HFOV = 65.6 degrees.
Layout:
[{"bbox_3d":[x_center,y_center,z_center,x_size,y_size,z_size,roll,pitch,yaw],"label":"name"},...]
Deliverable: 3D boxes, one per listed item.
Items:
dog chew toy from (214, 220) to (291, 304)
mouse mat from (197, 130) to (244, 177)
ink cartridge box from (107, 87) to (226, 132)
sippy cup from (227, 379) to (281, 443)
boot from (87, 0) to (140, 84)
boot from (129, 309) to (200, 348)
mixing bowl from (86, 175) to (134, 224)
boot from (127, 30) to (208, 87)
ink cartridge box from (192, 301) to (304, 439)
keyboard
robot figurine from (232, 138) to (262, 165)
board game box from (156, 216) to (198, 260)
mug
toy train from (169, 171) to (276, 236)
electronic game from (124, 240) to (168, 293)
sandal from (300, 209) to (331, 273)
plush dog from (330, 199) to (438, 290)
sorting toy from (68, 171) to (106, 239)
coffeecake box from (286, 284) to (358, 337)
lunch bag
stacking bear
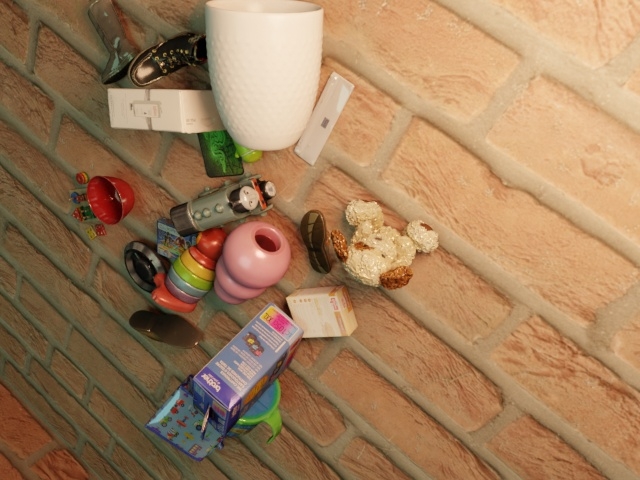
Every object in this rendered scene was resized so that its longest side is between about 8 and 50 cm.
[{"bbox_3d":[-0.230,0.087,1.543,0.206,0.207,0.332,47,133,5],"label":"dog chew toy"},{"bbox_3d":[-0.316,-0.291,1.546,0.153,0.007,0.189,-1,108,30],"label":"mouse mat"},{"bbox_3d":[-0.439,-0.384,1.455,0.283,0.207,0.117,9,109,26],"label":"ink cartridge box"},{"bbox_3d":[-0.282,0.576,1.762,0.224,0.240,0.305,116,145,-43],"label":"sippy cup"},{"bbox_3d":[-0.677,-0.629,1.575,0.190,0.076,0.208,-31,100,21],"label":"boot"},{"bbox_3d":[-0.588,0.357,1.931,0.305,0.112,0.115,14,146,20],"label":"boot"},{"bbox_3d":[-0.739,-0.155,1.788,0.181,0.098,0.181,11,114,25],"label":"mixing bowl"},{"bbox_3d":[-0.399,-0.496,1.352,0.179,0.236,0.085,25,151,47],"label":"boot"},{"bbox_3d":[-0.244,0.415,1.517,0.151,0.395,0.270,38,145,14],"label":"ink cartridge box"},{"bbox_3d":[0.006,-0.324,1.346,0.072,0.014,0.256,35,123,7],"label":"keyboard"},{"bbox_3d":[-0.213,-0.279,1.454,0.101,0.067,0.115,-24,97,23],"label":"robot figurine"},{"bbox_3d":[-0.490,0.012,1.752,0.201,0.035,0.136,21,119,21],"label":"board game box"},{"bbox_3d":[-0.162,-0.429,1.269,0.374,0.276,0.328,42,139,46],"label":"mug"},{"bbox_3d":[-0.293,-0.102,1.497,0.334,0.190,0.142,-12,103,33],"label":"toy train"},{"bbox_3d":[-0.658,0.106,1.878,0.229,0.048,0.229,18,125,27],"label":"electronic game"},{"bbox_3d":[0.000,0.000,1.457,0.090,0.060,0.219,9,128,33],"label":"sandal"},{"bbox_3d":[0.141,0.037,1.282,0.262,0.225,0.210,26,120,19],"label":"plush dog"},{"bbox_3d":[-0.930,-0.126,1.942,0.132,0.046,0.274,-1,109,30],"label":"sorting toy"},{"bbox_3d":[0.004,0.220,1.532,0.186,0.068,0.142,-9,105,32],"label":"coffeecake box"},{"bbox_3d":[-0.490,0.718,1.951,0.293,0.138,0.221,42,95,-1],"label":"lunch bag"},{"bbox_3d":[-0.404,0.082,1.637,0.164,0.175,0.289,33,103,-25],"label":"stacking bear"}]
